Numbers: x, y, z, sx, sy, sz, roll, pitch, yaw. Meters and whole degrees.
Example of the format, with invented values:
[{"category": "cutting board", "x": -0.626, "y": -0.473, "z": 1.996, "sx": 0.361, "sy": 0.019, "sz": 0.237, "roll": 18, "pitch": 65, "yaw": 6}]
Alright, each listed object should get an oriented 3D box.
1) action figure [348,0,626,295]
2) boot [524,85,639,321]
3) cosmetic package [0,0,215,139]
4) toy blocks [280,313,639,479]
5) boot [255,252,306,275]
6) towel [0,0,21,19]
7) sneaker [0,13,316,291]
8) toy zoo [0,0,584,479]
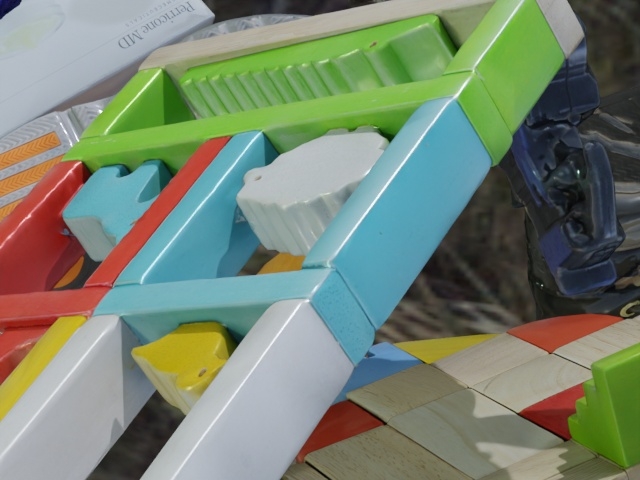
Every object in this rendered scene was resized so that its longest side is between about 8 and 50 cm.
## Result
[{"category": "action figure", "x": 0.126, "y": -0.161, "z": 0.820, "sx": 0.179, "sy": 0.330, "sz": 0.341, "roll": -11, "pitch": 76, "yaw": -35}, {"category": "boot", "x": 0.293, "y": 0.021, "z": 1.259, "sx": 0.377, "sy": 0.138, "sz": 0.284, "roll": -15, "pitch": 134, "yaw": -20}, {"category": "cosmetic package", "x": -0.246, "y": -0.175, "z": 1.506, "sx": 0.224, "sy": 0.138, "sz": 0.224, "roll": -34, "pitch": 78, "yaw": -28}, {"category": "toy blocks", "x": 0.091, "y": 0.120, "z": 0.942, "sx": 0.381, "sy": 0.261, "sz": 0.190, "roll": -21, "pitch": 108, "yaw": -19}, {"category": "boot", "x": 0.001, "y": 0.000, "z": 1.770, "sx": 0.295, "sy": 0.104, "sz": 0.211, "roll": -38, "pitch": 155, "yaw": -58}, {"category": "towel", "x": -0.197, "y": -0.242, "z": 0.986, "sx": 0.228, "sy": 0.076, "sz": 0.308, "roll": 25, "pitch": 47, "yaw": 7}, {"category": "sneaker", "x": -0.089, "y": -0.050, "z": 1.399, "sx": 0.321, "sy": 0.180, "sz": 0.124, "roll": -19, "pitch": 61, "yaw": -1}, {"category": "toy zoo", "x": -0.059, "y": 0.025, "z": 0.587, "sx": 0.293, "sy": 0.192, "sz": 0.030, "roll": -53, "pitch": 122, "yaw": -35}]
